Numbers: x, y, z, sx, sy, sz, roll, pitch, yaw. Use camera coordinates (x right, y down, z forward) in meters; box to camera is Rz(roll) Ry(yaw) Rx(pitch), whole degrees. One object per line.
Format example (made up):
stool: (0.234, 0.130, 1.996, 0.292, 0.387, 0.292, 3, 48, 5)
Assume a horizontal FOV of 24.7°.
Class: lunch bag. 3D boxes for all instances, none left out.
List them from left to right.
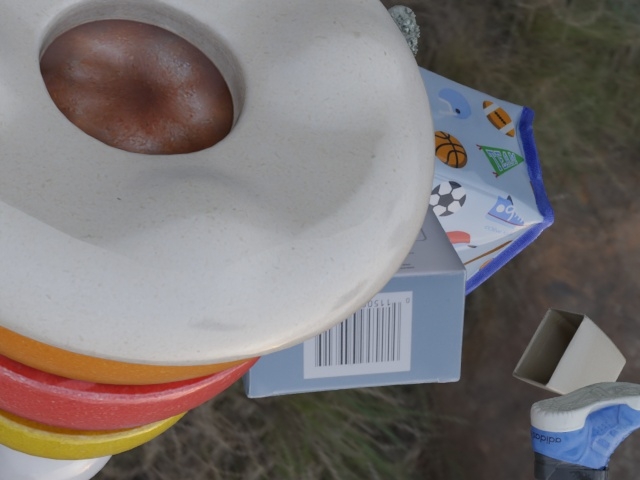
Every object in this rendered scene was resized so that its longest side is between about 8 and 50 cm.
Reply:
lunch bag: (0.033, -0.045, 1.781, 0.328, 0.238, 0.385, 19, 137, -23)

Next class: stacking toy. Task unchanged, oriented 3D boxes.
stacking toy: (-0.163, 0.024, 0.959, 0.351, 0.350, 0.480, -11, 151, -29)

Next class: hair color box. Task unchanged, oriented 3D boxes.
hair color box: (0.000, 0.000, 1.366, 0.185, 0.374, 0.113, -3, 116, -8)

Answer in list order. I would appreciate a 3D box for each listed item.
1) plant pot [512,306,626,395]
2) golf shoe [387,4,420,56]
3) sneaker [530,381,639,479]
plant pot: (0.341, 0.164, 1.959, 0.096, 0.109, 0.109, 33, 83, -16)
golf shoe: (0.070, -0.225, 1.836, 0.069, 0.086, 0.176, -13, 132, -31)
sneaker: (0.244, 0.176, 1.289, 0.152, 0.058, 0.084, -9, 104, -40)
